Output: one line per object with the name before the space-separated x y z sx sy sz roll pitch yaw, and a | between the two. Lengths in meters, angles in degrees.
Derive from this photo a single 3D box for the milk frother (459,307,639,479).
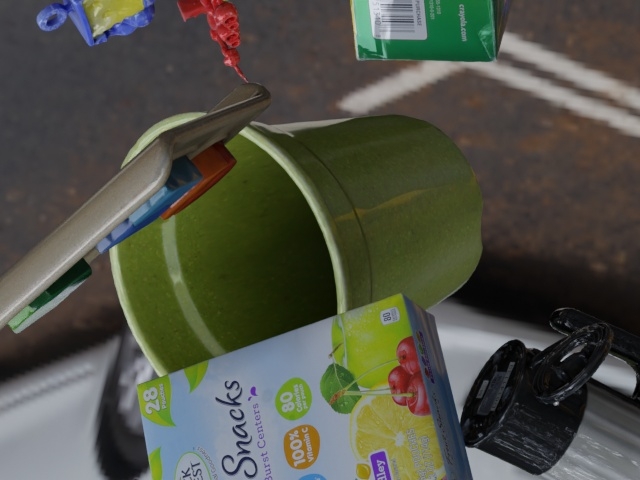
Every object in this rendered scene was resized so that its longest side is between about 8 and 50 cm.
milk frother | 0.189 0.123 1.227 0.135 0.129 0.143 27 -173 -13

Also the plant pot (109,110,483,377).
plant pot | 0.000 0.000 1.559 0.276 0.276 0.254 -5 -170 44

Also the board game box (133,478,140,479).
board game box | -0.048 0.487 1.551 0.356 0.356 0.356 13 146 28

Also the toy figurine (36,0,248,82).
toy figurine | -0.227 -0.290 2.079 0.217 0.191 0.362 -23 160 -6

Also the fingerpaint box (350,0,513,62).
fingerpaint box | 0.129 -0.468 1.854 0.163 0.371 0.445 3 128 14

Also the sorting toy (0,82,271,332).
sorting toy | -0.166 0.021 1.146 0.041 0.307 0.229 49 -160 -3

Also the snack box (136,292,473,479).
snack box | -0.008 0.152 1.198 0.207 0.174 0.070 -21 155 18
